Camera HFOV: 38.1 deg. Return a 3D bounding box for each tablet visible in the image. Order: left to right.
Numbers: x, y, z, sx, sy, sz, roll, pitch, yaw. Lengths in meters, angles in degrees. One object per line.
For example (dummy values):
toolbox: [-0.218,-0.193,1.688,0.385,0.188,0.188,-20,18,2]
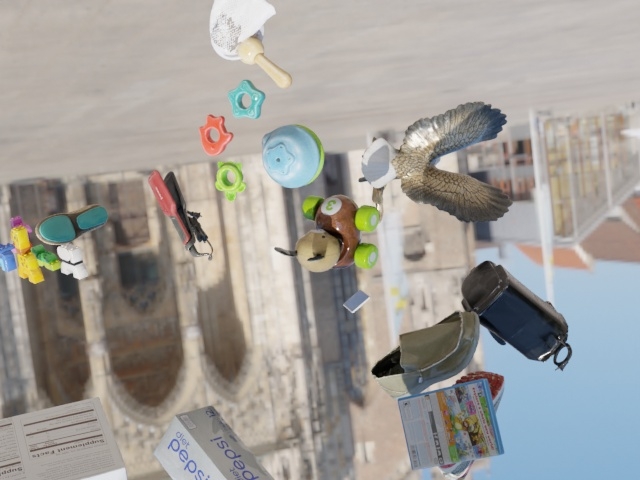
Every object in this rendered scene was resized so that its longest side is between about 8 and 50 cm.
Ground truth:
tablet: [0.081,0.136,2.077,0.054,0.006,0.083,-41,-165,-4]

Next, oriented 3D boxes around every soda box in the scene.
soda box: [-0.143,0.405,1.496,0.286,0.098,0.091,45,-152,27]

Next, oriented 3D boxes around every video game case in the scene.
video game case: [0.206,0.296,1.483,0.166,0.119,0.015,-21,164,35]

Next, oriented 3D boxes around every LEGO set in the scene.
LEGO set: [-0.513,0.008,1.627,0.227,0.093,0.087,15,-151,40]

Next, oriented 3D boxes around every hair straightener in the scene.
hair straightener: [-0.269,-0.051,1.902,0.089,0.230,0.047,-4,142,-49]

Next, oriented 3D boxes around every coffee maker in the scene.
coffee maker: [0.360,0.132,1.688,0.178,0.120,0.171,34,175,-25]

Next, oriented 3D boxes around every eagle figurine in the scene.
eagle figurine: [0.245,-0.164,1.976,0.298,0.226,0.225,0,-131,26]

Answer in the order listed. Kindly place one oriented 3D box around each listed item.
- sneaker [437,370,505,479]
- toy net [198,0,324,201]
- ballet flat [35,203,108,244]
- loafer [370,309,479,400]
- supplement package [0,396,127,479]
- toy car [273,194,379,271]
sneaker: [0.260,0.322,1.633,0.088,0.093,0.225,10,-132,38]
toy net: [-0.077,-0.163,0.982,0.122,0.232,0.045,-9,-172,26]
ballet flat: [-0.577,-0.031,2.116,0.067,0.073,0.206,-14,-176,37]
loafer: [0.176,0.198,1.595,0.087,0.094,0.251,26,130,-22]
supplement package: [-0.337,0.354,1.113,0.204,0.262,0.145,-11,-150,-21]
toy car: [0.000,0.000,1.785,0.155,0.149,0.188,12,-159,33]
